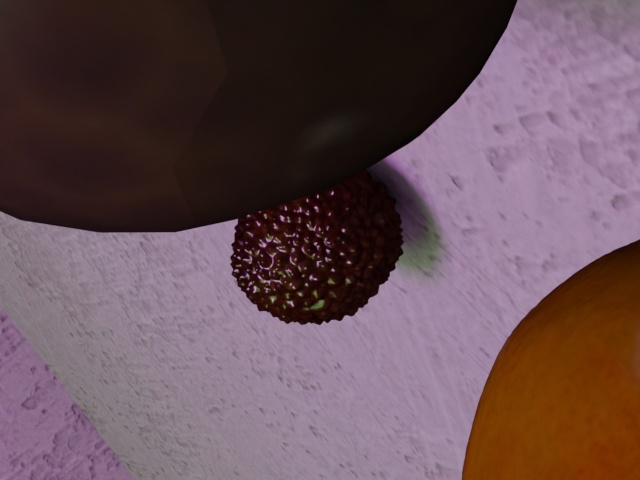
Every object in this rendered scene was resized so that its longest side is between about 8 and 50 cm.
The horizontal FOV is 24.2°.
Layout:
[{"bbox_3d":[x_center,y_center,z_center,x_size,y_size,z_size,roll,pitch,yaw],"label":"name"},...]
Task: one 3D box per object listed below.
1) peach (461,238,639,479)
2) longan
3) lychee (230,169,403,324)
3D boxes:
[{"bbox_3d":[0.211,0.119,0.615,0.289,0.289,0.308,56,165,-15],"label":"peach"},{"bbox_3d":[-0.086,-0.185,0.612,0.404,0.336,0.404,29,144,24],"label":"longan"},{"bbox_3d":[-0.002,-0.001,1.059,0.123,0.123,0.129,54,153,-9],"label":"lychee"}]
